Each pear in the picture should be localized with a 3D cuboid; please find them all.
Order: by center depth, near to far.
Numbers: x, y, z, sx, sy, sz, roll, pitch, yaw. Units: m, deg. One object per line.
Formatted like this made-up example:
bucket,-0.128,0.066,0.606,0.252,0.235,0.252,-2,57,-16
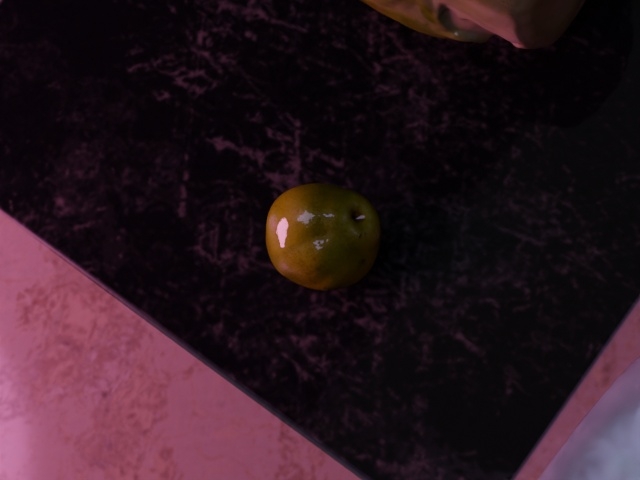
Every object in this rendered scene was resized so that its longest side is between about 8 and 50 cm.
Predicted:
pear,0.000,0.000,1.394,0.097,0.092,0.092,-33,52,56

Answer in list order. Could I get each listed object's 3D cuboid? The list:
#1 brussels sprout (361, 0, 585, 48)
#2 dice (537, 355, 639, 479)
brussels sprout,0.101,-0.273,1.388,0.219,0.210,0.271,-33,72,-17
dice,0.278,0.223,1.096,0.262,0.264,0.268,34,85,28
